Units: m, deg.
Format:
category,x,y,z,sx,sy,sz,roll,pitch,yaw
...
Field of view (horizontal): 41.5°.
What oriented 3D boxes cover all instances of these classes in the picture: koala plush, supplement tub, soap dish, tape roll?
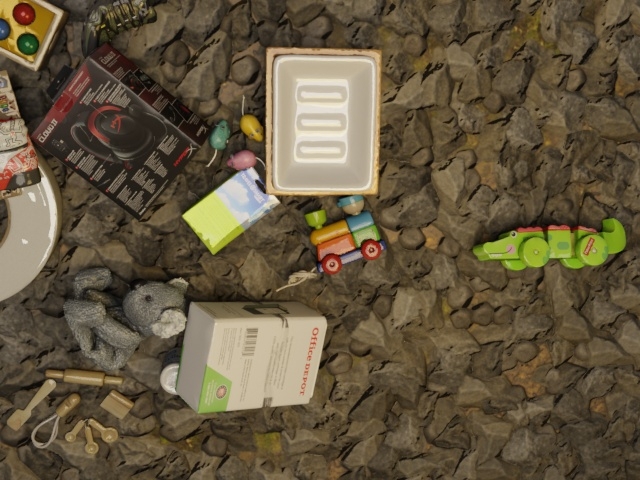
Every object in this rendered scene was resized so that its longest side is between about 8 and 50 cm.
category,x,y,z,sx,sy,sz,roll,pitch,yaw
koala plush,-0.372,0.149,1.712,0.221,0.196,0.203,-17,115,-1
supplement tub,-0.301,0.275,1.784,0.071,0.107,0.071,-2,103,-7
soap dish,0.003,-0.238,1.697,0.229,0.118,0.291,-1,103,-7
tape roll,-0.715,-0.059,1.676,0.392,0.072,0.392,-1,103,-6

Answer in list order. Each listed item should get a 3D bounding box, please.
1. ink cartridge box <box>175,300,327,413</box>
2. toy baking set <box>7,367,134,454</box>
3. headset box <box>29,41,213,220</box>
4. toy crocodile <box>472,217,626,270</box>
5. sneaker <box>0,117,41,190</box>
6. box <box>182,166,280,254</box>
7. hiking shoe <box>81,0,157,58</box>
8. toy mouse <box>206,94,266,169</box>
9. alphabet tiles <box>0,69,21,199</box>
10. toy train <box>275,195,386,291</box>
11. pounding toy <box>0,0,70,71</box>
category,x,y,z,sx,sy,sz,roll,pitch,yaw
ink cartridge box,-0.141,0.234,1.735,0.273,0.115,0.198,3,104,-37
toy baking set,-0.537,0.366,1.816,0.256,0.030,0.196,12,101,-10
headset box,-0.393,-0.218,1.628,0.293,0.110,0.218,38,115,-13
toy crocodile,0.497,0.008,1.818,0.341,0.115,0.105,-2,84,-9
sneaker,-0.669,-0.154,1.570,0.270,0.090,0.145,-11,103,-8
box,-0.186,-0.067,1.752,0.178,0.042,0.109,-37,105,2
hiking shoe,-0.376,-0.436,1.622,0.114,0.086,0.227,28,99,-11
toy mouse,-0.179,-0.193,1.709,0.143,0.031,0.161,-32,82,8
alphabet tiles,-0.663,-0.187,1.612,0.198,0.009,0.237,-13,104,-4
toy train,0.000,0.000,1.766,0.248,0.105,0.143,-20,94,-2
pounding toy,-0.588,-0.448,1.589,0.206,0.094,0.181,26,99,-12
